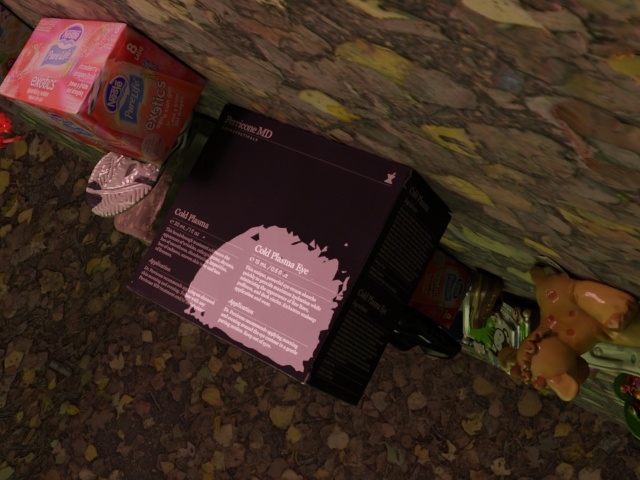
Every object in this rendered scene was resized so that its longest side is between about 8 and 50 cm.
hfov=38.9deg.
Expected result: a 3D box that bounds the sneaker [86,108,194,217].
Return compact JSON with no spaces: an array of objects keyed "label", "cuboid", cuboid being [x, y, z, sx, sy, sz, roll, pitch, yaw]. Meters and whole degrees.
[{"label":"sneaker","cuboid":[-0.278,-0.141,1.456,0.094,0.235,0.153,30,-174,-2]}]

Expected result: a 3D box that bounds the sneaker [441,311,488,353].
[{"label":"sneaker","cuboid":[0.413,0.251,2.333,0.090,0.081,0.232,41,166,-36]}]

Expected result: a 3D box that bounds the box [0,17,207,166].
[{"label":"box","cuboid":[-0.323,-0.222,1.317,0.154,0.142,0.300,32,172,-39]}]

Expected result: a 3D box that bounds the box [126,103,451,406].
[{"label":"box","cuboid":[-0.044,0.016,1.305,0.343,0.313,0.179,24,173,32]}]

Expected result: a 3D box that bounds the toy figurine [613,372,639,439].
[{"label":"toy figurine","cuboid":[0.646,0.297,1.768,0.173,0.130,0.159,52,174,33]}]

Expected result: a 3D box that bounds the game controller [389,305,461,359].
[{"label":"game controller","cuboid":[0.152,0.154,1.693,0.166,0.067,0.319,6,164,29]}]

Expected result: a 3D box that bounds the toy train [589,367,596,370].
[{"label":"toy train","cuboid":[0.503,0.180,1.592,0.166,0.046,0.125,39,146,-21]}]

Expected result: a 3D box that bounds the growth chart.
[{"label":"growth chart","cuboid":[0.341,0.176,1.764,0.021,0.172,0.237,-16,-159,-21]}]

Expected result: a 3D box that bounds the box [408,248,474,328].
[{"label":"box","cuboid":[0.151,0.065,1.742,0.128,0.123,0.257,31,172,-35]}]

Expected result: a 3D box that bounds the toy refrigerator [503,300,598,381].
[{"label":"toy refrigerator","cuboid":[0.426,0.193,1.767,0.102,0.094,0.269,29,174,-22]}]

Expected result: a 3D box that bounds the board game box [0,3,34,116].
[{"label":"board game box","cuboid":[-0.599,-0.342,1.495,0.142,0.144,0.275,25,173,23]}]

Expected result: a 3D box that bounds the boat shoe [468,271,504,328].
[{"label":"boat shoe","cuboid":[0.307,0.119,1.680,0.060,0.064,0.178,7,150,11]}]

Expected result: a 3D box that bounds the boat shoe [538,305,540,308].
[{"label":"boat shoe","cuboid":[0.392,0.115,1.492,0.049,0.056,0.152,29,166,34]}]

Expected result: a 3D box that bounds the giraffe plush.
[{"label":"giraffe plush","cuboid":[0.357,0.144,1.305,0.210,0.171,0.181,29,174,-14]}]

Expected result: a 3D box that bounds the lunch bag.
[{"label":"lunch bag","cuboid":[-0.251,-0.092,1.629,0.168,0.235,0.287,26,173,-2]}]

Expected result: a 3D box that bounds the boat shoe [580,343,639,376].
[{"label":"boat shoe","cuboid":[0.527,0.181,1.440,0.233,0.084,0.079,17,-152,25]}]

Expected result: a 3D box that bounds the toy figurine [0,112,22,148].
[{"label":"toy figurine","cuboid":[-0.658,-0.241,1.521,0.362,0.191,0.217,33,151,61]}]
